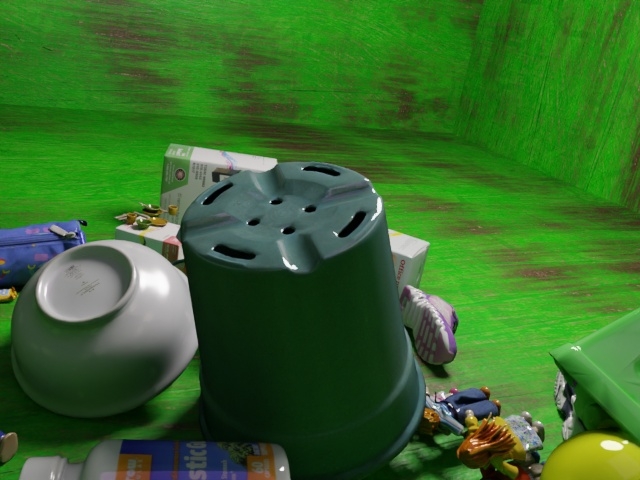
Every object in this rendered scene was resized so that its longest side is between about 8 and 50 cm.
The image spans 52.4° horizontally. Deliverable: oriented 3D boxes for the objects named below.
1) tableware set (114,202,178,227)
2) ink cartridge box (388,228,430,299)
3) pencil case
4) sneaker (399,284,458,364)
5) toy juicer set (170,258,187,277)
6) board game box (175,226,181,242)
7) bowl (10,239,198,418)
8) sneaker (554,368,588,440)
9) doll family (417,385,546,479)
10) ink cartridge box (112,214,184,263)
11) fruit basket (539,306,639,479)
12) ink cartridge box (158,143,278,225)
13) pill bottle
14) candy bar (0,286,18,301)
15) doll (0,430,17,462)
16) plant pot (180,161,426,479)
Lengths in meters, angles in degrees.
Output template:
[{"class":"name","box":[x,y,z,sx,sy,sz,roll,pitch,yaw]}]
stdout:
[{"class":"tableware set","box":[-0.390,-0.061,1.503,0.104,0.024,0.154,19,19,22]},{"class":"ink cartridge box","box":[0.141,0.051,1.494,0.176,0.128,0.127,18,23,22]},{"class":"pencil case","box":[-0.592,0.027,1.227,0.306,0.133,0.119,-4,58,-31]},{"class":"sneaker","box":[0.235,0.167,1.300,0.105,0.095,0.236,13,19,-14]},{"class":"toy juicer set","box":[-0.220,0.087,1.278,0.329,0.089,0.209,-14,32,-43]},{"class":"board game box","box":[-0.086,0.070,1.288,0.318,0.065,0.319,20,11,-38]},{"class":"bowl","box":[-0.331,0.100,0.971,0.298,0.134,0.297,0,50,0]},{"class":"sneaker","box":[0.499,0.277,1.126,0.153,0.094,0.235,15,21,8]},{"class":"doll family","box":[0.219,0.274,0.966,0.163,0.118,0.263,-6,27,-36]},{"class":"ink cartridge box","box":[-0.385,-0.001,1.473,0.198,0.067,0.115,14,20,12]},{"class":"fruit basket","box":[0.431,0.308,0.852,0.392,0.392,0.283,27,-8,37]},{"class":"ink cartridge box","box":[-0.256,-0.116,1.644,0.278,0.201,0.117,8,22,-8]},{"class":"pill bottle","box":[-0.177,0.292,0.697,0.272,0.152,0.152,6,21,-13]},{"class":"candy bar","box":[-0.632,0.102,1.166,0.162,0.018,0.040,-3,25,-28]},{"class":"doll","box":[-0.490,0.243,0.829,0.189,0.046,0.129,17,21,16]},{"class":"plant pot","box":[-0.033,0.095,0.887,0.342,0.334,0.341,-6,35,4]}]
